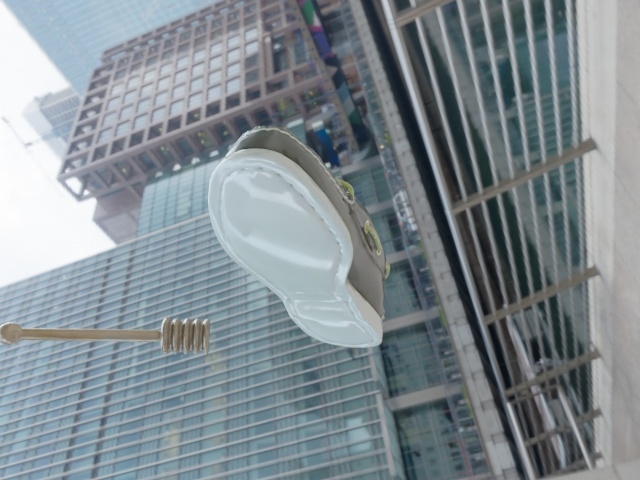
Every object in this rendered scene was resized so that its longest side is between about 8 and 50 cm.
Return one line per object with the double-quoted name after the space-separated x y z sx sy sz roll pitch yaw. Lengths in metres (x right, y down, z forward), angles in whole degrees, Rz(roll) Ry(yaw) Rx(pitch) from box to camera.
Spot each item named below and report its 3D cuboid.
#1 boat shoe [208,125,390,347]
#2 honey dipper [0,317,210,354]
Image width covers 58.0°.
-0.004 0.000 0.510 0.305 0.109 0.091 61 -144 -54 "boat shoe"
-0.170 0.074 0.460 0.030 0.161 0.030 -176 90 -81 "honey dipper"
